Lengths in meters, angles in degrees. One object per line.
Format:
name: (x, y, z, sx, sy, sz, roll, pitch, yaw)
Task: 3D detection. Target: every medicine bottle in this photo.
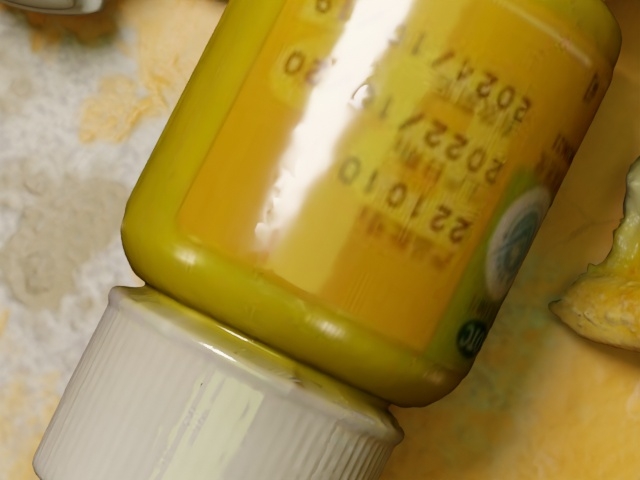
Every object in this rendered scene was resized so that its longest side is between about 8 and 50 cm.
medicine bottle: (0.000, 0.000, 0.958, 0.224, 0.224, 0.384, 27, 87, 5)

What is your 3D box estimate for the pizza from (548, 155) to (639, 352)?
pizza: (0.255, -0.064, 0.987, 0.280, 0.075, 0.287, -21, 56, 42)

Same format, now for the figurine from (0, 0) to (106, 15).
figurine: (-0.123, -0.226, 1.031, 0.236, 0.133, 0.176, -21, 104, -4)
